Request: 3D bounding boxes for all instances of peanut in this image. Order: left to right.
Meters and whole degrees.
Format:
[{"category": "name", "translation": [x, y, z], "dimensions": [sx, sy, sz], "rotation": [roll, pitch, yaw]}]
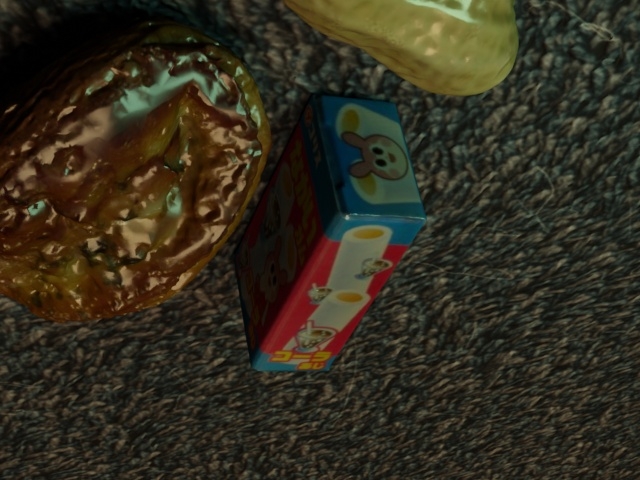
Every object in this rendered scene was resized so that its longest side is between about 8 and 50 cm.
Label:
[{"category": "peanut", "translation": [0.056, -0.227, 1.165], "dimensions": [0.313, 0.152, 0.152], "rotation": [24, 134, -36]}]

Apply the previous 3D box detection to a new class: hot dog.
[{"category": "hot dog", "translation": [-0.222, -0.053, 1.319], "dimensions": [0.387, 0.174, 0.267], "rotation": [-30, 140, 29]}]

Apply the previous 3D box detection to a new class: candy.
[{"category": "candy", "translation": [0.001, 0.000, 1.475], "dimensions": [0.100, 0.157, 0.306], "rotation": [3, 144, -20]}]
